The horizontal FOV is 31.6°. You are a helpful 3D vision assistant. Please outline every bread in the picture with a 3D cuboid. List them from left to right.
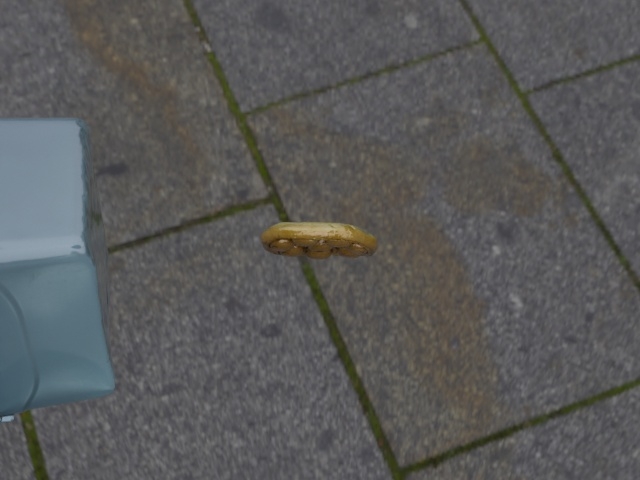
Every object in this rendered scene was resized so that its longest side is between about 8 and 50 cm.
[{"bbox_3d":[0.000,0.000,1.000,0.110,0.110,0.024,2,79,2],"label":"bread"}]

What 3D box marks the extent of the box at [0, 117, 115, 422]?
[{"bbox_3d":[-0.221,0.021,0.819,0.130,0.227,0.162,-4,51,-8],"label":"box"}]
